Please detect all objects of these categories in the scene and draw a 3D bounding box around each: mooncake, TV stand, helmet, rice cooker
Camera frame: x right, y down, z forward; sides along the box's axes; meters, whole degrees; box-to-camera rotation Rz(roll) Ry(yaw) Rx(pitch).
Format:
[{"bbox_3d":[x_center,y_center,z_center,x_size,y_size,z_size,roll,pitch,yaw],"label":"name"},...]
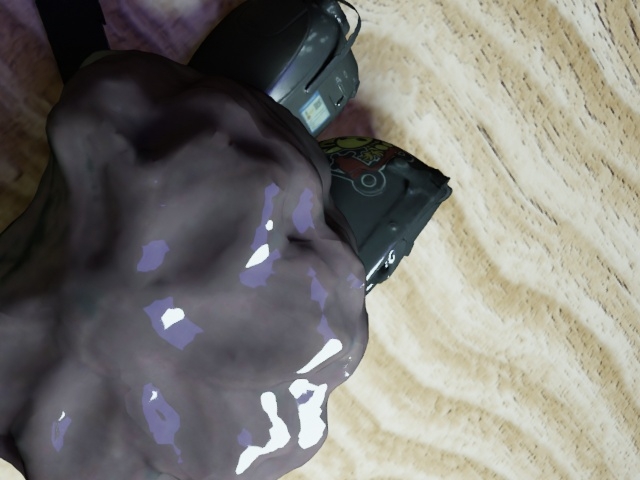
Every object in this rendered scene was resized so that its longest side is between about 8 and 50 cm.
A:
[{"bbox_3d":[-0.138,0.046,0.903,0.351,0.212,0.381,25,100,-3],"label":"mooncake"},{"bbox_3d":[-0.238,-0.257,0.947,0.049,0.040,0.256,-26,118,-25],"label":"TV stand"},{"bbox_3d":[0.000,0.000,1.102,0.160,0.279,0.230,42,39,2],"label":"helmet"},{"bbox_3d":[-0.047,-0.157,1.048,0.203,0.142,0.118,-45,136,-8],"label":"rice cooker"}]
